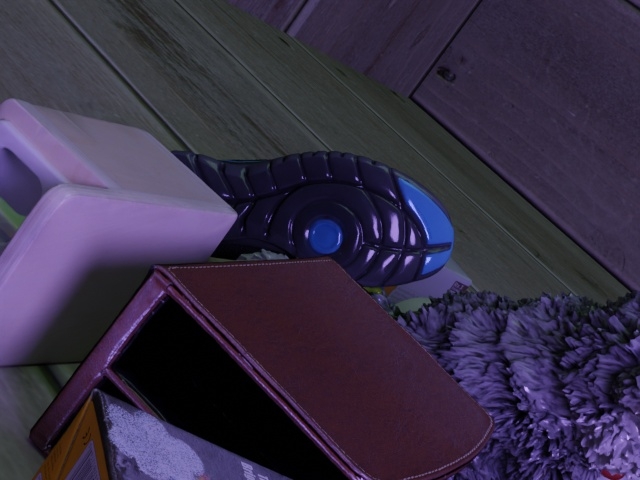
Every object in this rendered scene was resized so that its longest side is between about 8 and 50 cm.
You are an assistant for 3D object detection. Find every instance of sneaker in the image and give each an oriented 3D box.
[{"bbox_3d":[-0.033,-0.031,1.346,0.341,0.125,0.139,11,-1,9],"label":"sneaker"}]

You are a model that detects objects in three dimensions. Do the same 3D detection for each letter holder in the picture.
[{"bbox_3d":[-0.019,0.138,0.968,0.214,0.152,0.302,42,15,16],"label":"letter holder"}]

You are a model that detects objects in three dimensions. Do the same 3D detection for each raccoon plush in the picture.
[{"bbox_3d":[0.136,0.093,1.115,0.446,0.299,0.216,19,55,-5],"label":"raccoon plush"}]

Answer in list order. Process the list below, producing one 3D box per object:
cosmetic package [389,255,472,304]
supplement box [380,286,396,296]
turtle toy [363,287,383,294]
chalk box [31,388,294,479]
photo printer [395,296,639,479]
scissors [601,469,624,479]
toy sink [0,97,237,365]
[{"bbox_3d":[0.095,0.006,1.829,0.117,0.085,0.231,26,19,-37],"label":"cosmetic package"},{"bbox_3d":[0.000,0.000,1.624,0.080,0.078,0.233,23,18,-44],"label":"supplement box"},{"bbox_3d":[0.027,0.083,1.345,0.095,0.066,0.130,35,-27,-9],"label":"turtle toy"},{"bbox_3d":[-0.057,0.199,0.704,0.213,0.132,0.132,30,13,-26],"label":"chalk box"},{"bbox_3d":[0.200,0.187,1.416,0.307,0.107,0.256,23,22,-43],"label":"photo printer"},{"bbox_3d":[0.282,0.156,1.415,0.109,0.021,0.297,41,24,-4],"label":"scissors"},{"bbox_3d":[-0.200,-0.006,0.995,0.131,0.153,0.234,42,16,21],"label":"toy sink"}]
